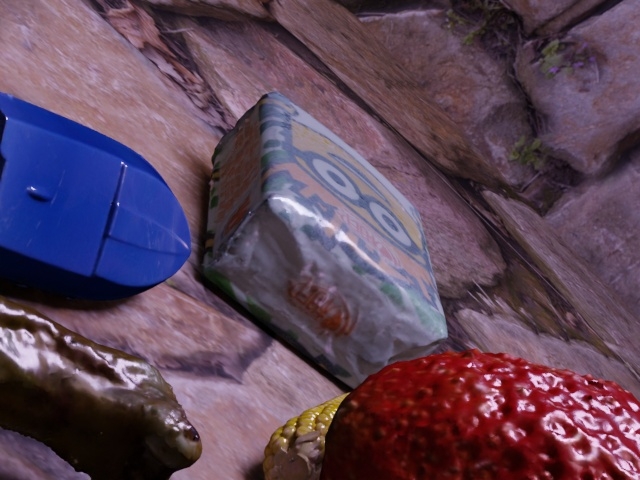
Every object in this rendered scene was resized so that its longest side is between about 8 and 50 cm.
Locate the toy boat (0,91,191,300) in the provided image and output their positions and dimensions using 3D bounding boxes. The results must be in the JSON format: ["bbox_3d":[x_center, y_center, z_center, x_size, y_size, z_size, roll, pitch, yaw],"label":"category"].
[{"bbox_3d":[-0.185,-0.019,1.327,0.088,0.129,0.295,12,-5,32],"label":"toy boat"}]

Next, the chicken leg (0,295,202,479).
[{"bbox_3d":[-0.240,0.023,1.018,0.361,0.140,0.211,29,40,-36],"label":"chicken leg"}]

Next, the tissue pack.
[{"bbox_3d":[0.000,0.000,1.724,0.228,0.128,0.311,38,17,-15],"label":"tissue pack"}]

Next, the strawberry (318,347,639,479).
[{"bbox_3d":[0.126,0.200,1.262,0.277,0.257,0.257,27,16,-4],"label":"strawberry"}]

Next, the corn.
[{"bbox_3d":[0.025,0.165,1.409,0.081,0.081,0.248,46,16,13],"label":"corn"}]
